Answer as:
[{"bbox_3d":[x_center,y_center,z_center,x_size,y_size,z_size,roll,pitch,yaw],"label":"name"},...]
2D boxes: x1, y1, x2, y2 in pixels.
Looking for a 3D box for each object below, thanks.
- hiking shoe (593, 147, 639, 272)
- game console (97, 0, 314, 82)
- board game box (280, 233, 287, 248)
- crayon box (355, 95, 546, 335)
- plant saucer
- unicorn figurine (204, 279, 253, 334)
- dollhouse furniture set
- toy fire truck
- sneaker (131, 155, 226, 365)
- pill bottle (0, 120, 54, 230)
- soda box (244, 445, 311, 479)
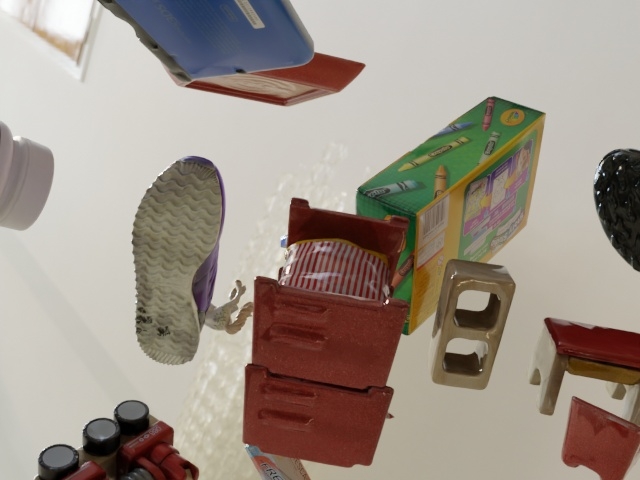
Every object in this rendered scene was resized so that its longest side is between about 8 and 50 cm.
[{"bbox_3d":[0.460,-0.002,0.954,0.304,0.113,0.132,48,-141,-3],"label":"hiking shoe"},{"bbox_3d":[-0.159,-0.301,0.774,0.250,0.174,0.293,-4,167,14],"label":"game console"},{"bbox_3d":[0.000,0.000,1.157,0.090,0.020,0.090,13,159,-33],"label":"board game box"},{"bbox_3d":[0.154,-0.037,0.878,0.081,0.165,0.278,26,-135,32],"label":"crayon box"},{"bbox_3d":[-0.100,-0.260,1.188,0.258,0.048,0.259,6,179,-27],"label":"plant saucer"},{"bbox_3d":[-0.182,0.102,1.132,0.161,0.111,0.060,8,149,28],"label":"unicorn figurine"},{"bbox_3d":[0.131,0.091,0.657,0.373,0.152,0.201,9,-158,0],"label":"dollhouse furniture set"},{"bbox_3d":[-0.269,0.390,1.119,0.246,0.159,0.217,23,-151,27],"label":"toy fire truck"},{"bbox_3d":[-0.178,0.007,0.977,0.102,0.294,0.146,14,-149,-2],"label":"sneaker"},{"bbox_3d":[-0.535,-0.117,1.052,0.283,0.161,0.161,20,-165,-41],"label":"pill bottle"},{"bbox_3d":[-0.067,0.442,1.415,0.063,0.058,0.183,-39,-75,-51],"label":"soda box"}]
